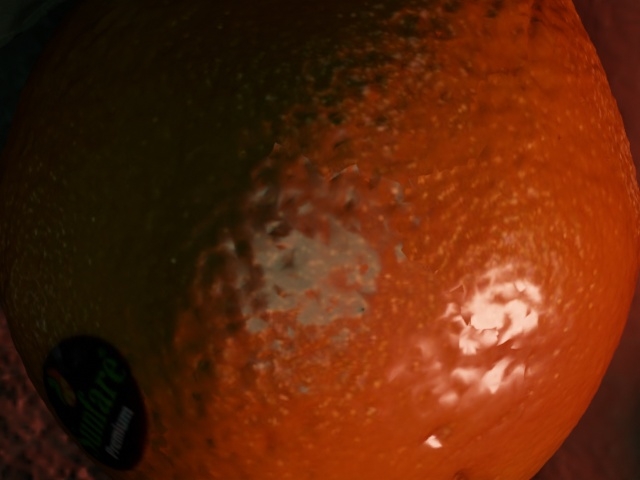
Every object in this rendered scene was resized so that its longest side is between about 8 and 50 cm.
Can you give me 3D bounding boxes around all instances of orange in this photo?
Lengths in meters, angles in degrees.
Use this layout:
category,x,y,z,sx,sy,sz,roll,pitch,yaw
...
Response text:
category,x,y,z,sx,sy,sz,roll,pitch,yaw
orange,0.000,0.000,0.590,0.206,0.206,0.206,0,109,-1

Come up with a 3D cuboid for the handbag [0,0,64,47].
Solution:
category,x,y,z,sx,sy,sz,roll,pitch,yaw
handbag,-0.141,-0.170,0.571,0.182,0.117,0.270,-34,103,1
